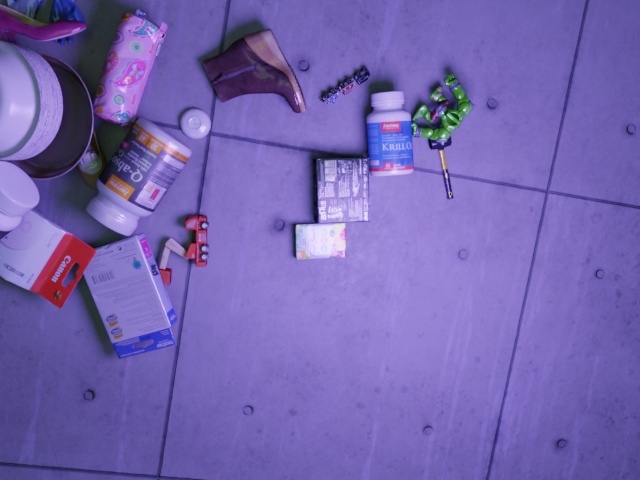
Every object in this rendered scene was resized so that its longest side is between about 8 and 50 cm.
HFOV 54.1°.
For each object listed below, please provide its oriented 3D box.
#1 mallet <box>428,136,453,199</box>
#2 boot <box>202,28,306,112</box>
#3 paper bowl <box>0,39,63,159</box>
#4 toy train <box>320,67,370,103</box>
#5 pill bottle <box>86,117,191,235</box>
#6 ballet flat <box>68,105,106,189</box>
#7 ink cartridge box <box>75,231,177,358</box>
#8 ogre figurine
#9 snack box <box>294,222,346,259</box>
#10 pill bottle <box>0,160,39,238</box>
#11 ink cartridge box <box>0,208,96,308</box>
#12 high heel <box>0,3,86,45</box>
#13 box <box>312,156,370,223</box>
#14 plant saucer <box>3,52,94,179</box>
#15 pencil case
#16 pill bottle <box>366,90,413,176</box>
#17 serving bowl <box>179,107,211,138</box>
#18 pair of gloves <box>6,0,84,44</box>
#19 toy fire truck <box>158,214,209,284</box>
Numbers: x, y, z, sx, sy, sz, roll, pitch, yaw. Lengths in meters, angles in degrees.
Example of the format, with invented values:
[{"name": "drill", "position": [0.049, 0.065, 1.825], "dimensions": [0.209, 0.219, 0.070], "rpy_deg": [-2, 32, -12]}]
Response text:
[{"name": "mallet", "position": [0.364, -0.214, 1.792], "dimensions": [0.063, 0.039, 0.189], "rpy_deg": [-22, 104, -1]}, {"name": "boot", "position": [-0.172, -0.417, 1.675], "dimensions": [0.207, 0.090, 0.248], "rpy_deg": [-27, 102, 8]}, {"name": "paper bowl", "position": [-0.778, -0.334, 1.493], "dimensions": [0.285, 0.148, 0.283], "rpy_deg": [1, 96, 13]}, {"name": "toy train", "position": [0.069, -0.421, 1.724], "dimensions": [0.158, 0.027, 0.036], "rpy_deg": [-33, 112, -3]}, {"name": "pill bottle", "position": [-0.470, -0.162, 1.613], "dimensions": [0.162, 0.162, 0.278], "rpy_deg": [34, 92, -11]}, {"name": "ballet flat", "position": [-0.613, -0.243, 1.625], "dimensions": [0.080, 0.073, 0.232], "rpy_deg": [-14, 100, -6]}, {"name": "ink cartridge box", "position": [-0.509, 0.151, 1.680], "dimensions": [0.186, 0.065, 0.310], "rpy_deg": [-16, 98, 12]}, {"name": "ogre figurine", "position": [0.337, -0.349, 1.730], "dimensions": [0.118, 0.097, 0.197], "rpy_deg": [41, 79, 11]}, {"name": "snack box", "position": [0.000, 0.000, 1.765], "dimensions": [0.141, 0.037, 0.100], "rpy_deg": [-2, 97, -8]}, {"name": "pill bottle", "position": [-0.848, -0.061, 1.541], "dimensions": [0.283, 0.161, 0.161], "rpy_deg": [-33, 101, 13]}, {"name": "ink cartridge box", "position": [-0.731, 0.040, 1.625], "dimensions": [0.232, 0.066, 0.189], "rpy_deg": [32, 92, 11]}, {"name": "high heel", "position": [-0.708, -0.550, 1.546], "dimensions": [0.244, 0.082, 0.117], "rpy_deg": [-6, 111, 8]}, {"name": "box", "position": [0.057, -0.140, 1.733], "dimensions": [0.148, 0.077, 0.180], "rpy_deg": [-3, 98, -8]}, {"name": "plant saucer", "position": [-0.696, -0.308, 1.575], "dimensions": [0.311, 0.050, 0.310], "rpy_deg": [2, 96, 14]}, {"name": "pencil case", "position": [-0.487, -0.435, 1.594], "dimensions": [0.124, 0.124, 0.283], "rpy_deg": [21, 93, -10]}, {"name": "pill bottle", "position": [0.188, -0.290, 1.708], "dimensions": [0.125, 0.124, 0.221], "rpy_deg": [-6, 99, -7]}, {"name": "serving bowl", "position": [-0.336, -0.314, 1.679], "dimensions": [0.084, 0.027, 0.083], "rpy_deg": [-1, 97, -8]}, {"name": "pair of gloves", "position": [-0.699, -0.588, 1.593], "dimensions": [0.198, 0.023, 0.159], "rpy_deg": [10, 98, -9]}, {"name": "toy fire truck", "position": [-0.374, 0.025, 1.710], "dimensions": [0.136, 0.047, 0.191], "rpy_deg": [1, 97, -7]}]
